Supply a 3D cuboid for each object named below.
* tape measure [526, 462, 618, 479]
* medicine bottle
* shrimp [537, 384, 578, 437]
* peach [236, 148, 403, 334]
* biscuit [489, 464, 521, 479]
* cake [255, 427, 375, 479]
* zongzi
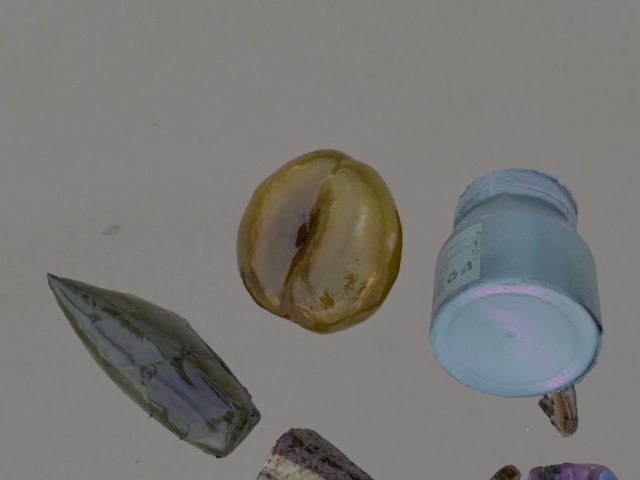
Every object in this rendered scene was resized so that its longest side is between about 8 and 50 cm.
[{"bbox_3d":[0.390,0.459,1.572,0.149,0.245,0.231,-17,53,29],"label":"tape measure"},{"bbox_3d":[0.294,0.052,1.527,0.245,0.245,0.290,1,41,12],"label":"medicine bottle"},{"bbox_3d":[0.406,0.220,1.824,0.054,0.222,0.290,-14,55,1],"label":"shrimp"},{"bbox_3d":[0.000,0.000,1.380,0.251,0.153,0.251,-2,87,37],"label":"peach"},{"bbox_3d":[0.266,0.549,1.849,0.043,0.301,0.278,33,63,31],"label":"biscuit"},{"bbox_3d":[0.032,0.363,1.410,0.246,0.135,0.112,31,92,6],"label":"cake"},{"bbox_3d":[-0.278,0.200,1.689,0.323,0.360,0.160,37,83,35],"label":"zongzi"}]
